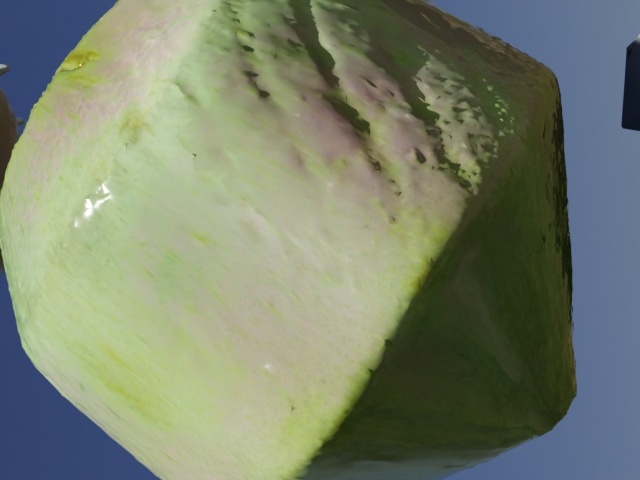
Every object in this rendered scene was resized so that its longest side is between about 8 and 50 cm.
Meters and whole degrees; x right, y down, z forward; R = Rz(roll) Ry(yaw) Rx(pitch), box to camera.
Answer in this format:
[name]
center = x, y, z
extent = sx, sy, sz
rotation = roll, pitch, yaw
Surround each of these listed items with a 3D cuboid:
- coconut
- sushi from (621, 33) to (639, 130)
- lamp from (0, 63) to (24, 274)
[coconut]
center = 0.000, 0.000, 0.632
extent = 0.204, 0.236, 0.235
rotation = 117, 160, -54
[sushi]
center = 0.432, -0.229, 1.583
extent = 0.212, 0.215, 0.227
rotation = -43, -42, -54
[lamp]
center = -0.399, -0.089, 1.467
extent = 0.247, 0.301, 0.247
rotation = -37, -57, -49
